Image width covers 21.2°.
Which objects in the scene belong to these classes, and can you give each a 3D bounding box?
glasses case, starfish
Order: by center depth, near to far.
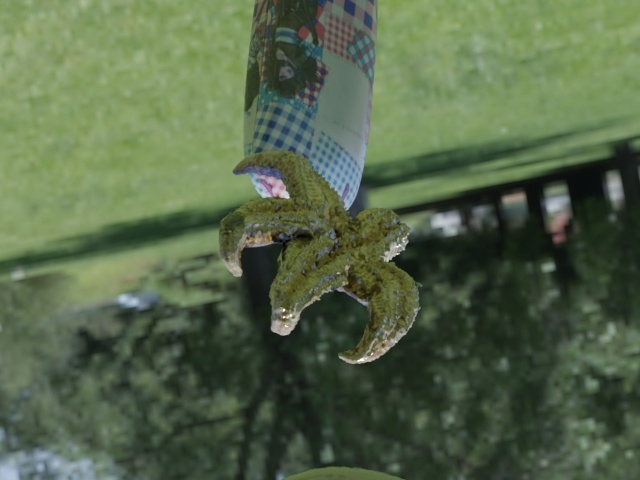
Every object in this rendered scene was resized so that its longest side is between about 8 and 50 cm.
[{"bbox_3d":[0.002,-0.001,1.271,0.071,0.216,0.238,-49,160,21],"label":"starfish"},{"bbox_3d":[-0.007,-0.175,1.638,0.125,0.327,0.076,23,152,-36],"label":"glasses case"}]

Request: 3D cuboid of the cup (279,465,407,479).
[{"bbox_3d":[0.049,0.245,0.914,0.301,0.227,0.257,-1,145,-4],"label":"cup"}]
